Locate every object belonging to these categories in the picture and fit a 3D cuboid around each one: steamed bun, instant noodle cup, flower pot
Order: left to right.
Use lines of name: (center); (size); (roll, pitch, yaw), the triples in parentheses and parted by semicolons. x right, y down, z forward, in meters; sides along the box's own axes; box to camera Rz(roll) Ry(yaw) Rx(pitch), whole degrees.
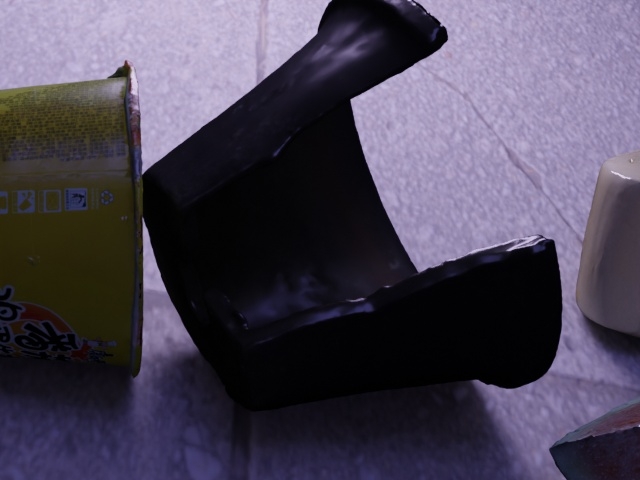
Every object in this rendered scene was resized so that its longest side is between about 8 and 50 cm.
instant noodle cup: (-0.249, -0.012, 1.249); (0.200, 0.264, 0.264); (-2, 38, -9)
flower pot: (0.000, 0.000, 1.298); (0.251, 0.379, 0.379); (-26, 49, -16)
steamed bun: (0.381, -0.007, 1.522); (0.250, 0.200, 0.155); (0, 24, -13)

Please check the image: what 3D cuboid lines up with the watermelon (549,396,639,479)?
watermelon: (0.347, 0.173, 1.260); (0.262, 0.201, 0.213); (30, 28, 25)
